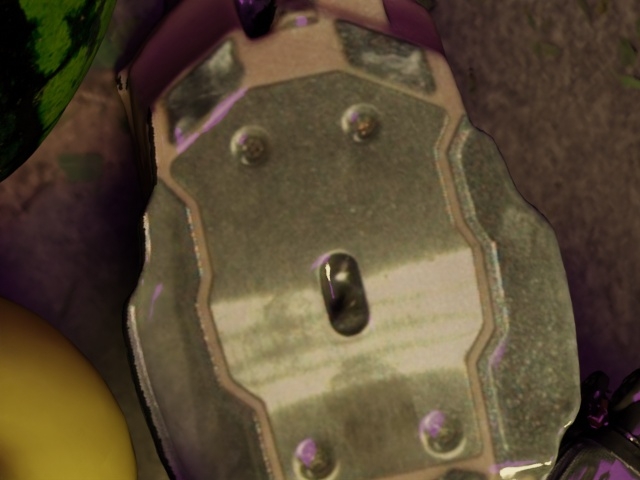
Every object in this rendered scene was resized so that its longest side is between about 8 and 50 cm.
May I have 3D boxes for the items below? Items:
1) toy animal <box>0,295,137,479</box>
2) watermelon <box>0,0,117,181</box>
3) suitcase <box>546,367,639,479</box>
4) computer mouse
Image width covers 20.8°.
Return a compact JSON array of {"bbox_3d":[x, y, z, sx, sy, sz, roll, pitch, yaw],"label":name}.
[{"bbox_3d":[-0.183,0.108,0.714,0.338,0.216,0.191,23,64,-13],"label":"toy animal"},{"bbox_3d":[-0.211,-0.144,0.667,0.285,0.285,0.285,1,88,-22],"label":"watermelon"},{"bbox_3d":[0.117,0.234,0.842,0.202,0.128,0.312,39,81,-4],"label":"suitcase"},{"bbox_3d":[0.000,0.003,0.835,0.200,0.115,0.389,-9,72,-8],"label":"computer mouse"}]
